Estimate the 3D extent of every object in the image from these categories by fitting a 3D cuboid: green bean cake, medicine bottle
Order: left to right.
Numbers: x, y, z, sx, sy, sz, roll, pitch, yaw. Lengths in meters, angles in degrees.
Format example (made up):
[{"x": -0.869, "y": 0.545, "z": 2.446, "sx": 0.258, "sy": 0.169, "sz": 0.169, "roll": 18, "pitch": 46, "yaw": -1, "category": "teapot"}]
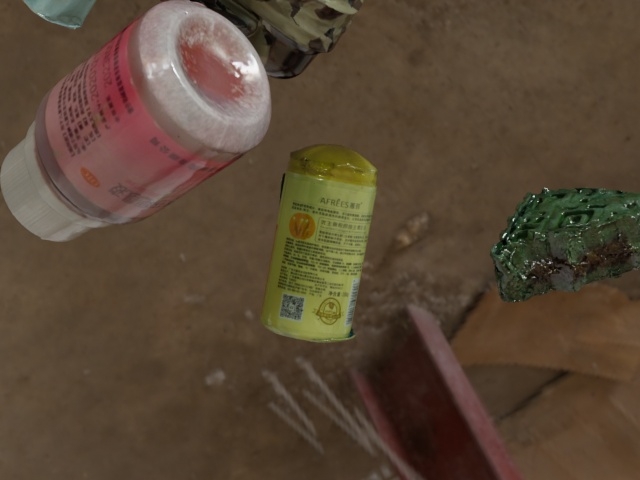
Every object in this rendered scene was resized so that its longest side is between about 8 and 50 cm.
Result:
[{"x": -0.164, "y": -0.091, "z": 1.069, "sx": 0.147, "sy": 0.147, "sz": 0.247, "roll": 23, "pitch": 141, "yaw": -39, "category": "medicine bottle"}, {"x": 0.000, "y": 0.000, "z": 1.542, "sx": 0.124, "sy": 0.124, "sz": 0.239, "roll": 6, "pitch": 96, "yaw": -30, "category": "medicine bottle"}, {"x": 0.365, "y": 0.005, "z": 1.784, "sx": 0.208, "sy": 0.193, "sz": 0.107, "roll": 2, "pitch": 119, "yaw": 30, "category": "green bean cake"}]

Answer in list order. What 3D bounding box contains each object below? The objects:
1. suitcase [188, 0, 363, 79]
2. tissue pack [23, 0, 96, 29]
[{"x": -0.111, "y": -0.312, "z": 1.204, "sx": 0.351, "sy": 0.339, "sz": 0.194, "roll": 36, "pitch": 114, "yaw": -9, "category": "suitcase"}, {"x": -0.296, "y": -0.413, "z": 1.513, "sx": 0.263, "sy": 0.177, "sz": 0.089, "roll": -52, "pitch": 154, "yaw": 17, "category": "tissue pack"}]
